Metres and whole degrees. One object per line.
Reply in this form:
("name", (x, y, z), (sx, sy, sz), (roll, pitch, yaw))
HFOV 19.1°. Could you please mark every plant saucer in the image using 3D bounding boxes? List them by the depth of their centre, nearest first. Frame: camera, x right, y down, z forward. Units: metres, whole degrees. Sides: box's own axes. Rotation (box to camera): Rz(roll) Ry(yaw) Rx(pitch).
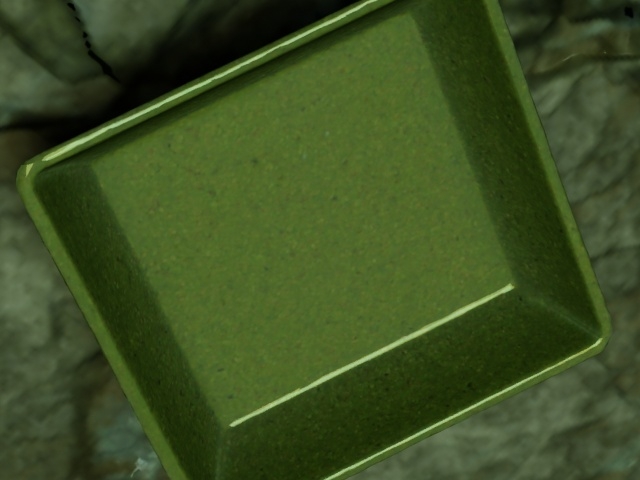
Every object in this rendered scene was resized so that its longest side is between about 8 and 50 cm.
("plant saucer", (0.000, 0.000, 0.742), (0.188, 0.045, 0.188), (-26, 120, -4))
